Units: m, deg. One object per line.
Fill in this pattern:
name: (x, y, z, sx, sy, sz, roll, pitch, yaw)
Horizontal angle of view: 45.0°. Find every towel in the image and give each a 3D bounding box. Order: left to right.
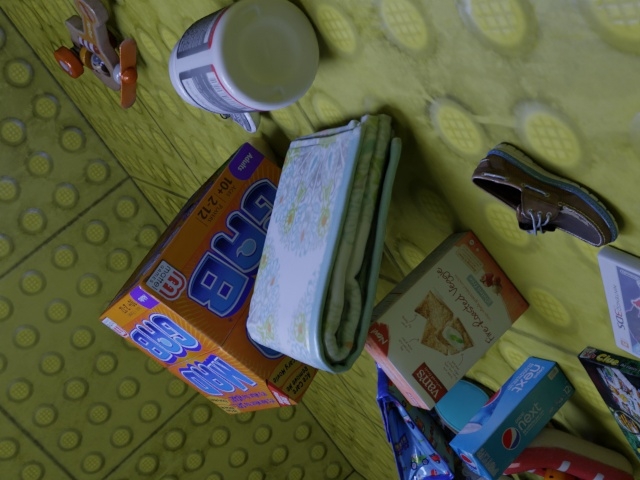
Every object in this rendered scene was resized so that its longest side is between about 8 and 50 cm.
towel: (0.000, 0.000, 1.214, 0.090, 0.375, 0.320, 15, 175, -21)

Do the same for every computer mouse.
computer mouse: (-0.162, -0.266, 1.532, 0.193, 0.042, 0.106, 38, 157, 49)

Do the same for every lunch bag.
lunch bag: (0.207, 0.407, 1.858, 0.221, 0.138, 0.293, -72, -41, -68)

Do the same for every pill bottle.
pill bottle: (-0.131, -0.278, 1.199, 0.161, 0.161, 0.283, 55, 163, -22)

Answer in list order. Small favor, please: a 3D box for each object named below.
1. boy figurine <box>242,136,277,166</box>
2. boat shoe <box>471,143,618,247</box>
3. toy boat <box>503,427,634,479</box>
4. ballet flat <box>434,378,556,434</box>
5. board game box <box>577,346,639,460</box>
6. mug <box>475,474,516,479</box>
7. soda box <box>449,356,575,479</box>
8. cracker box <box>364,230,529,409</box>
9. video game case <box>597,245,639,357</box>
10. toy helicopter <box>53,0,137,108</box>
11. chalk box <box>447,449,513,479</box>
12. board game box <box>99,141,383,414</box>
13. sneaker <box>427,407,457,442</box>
boy figurine: (-0.099, -0.100, 1.659, 0.177, 0.092, 0.285, 39, 165, 38)
boat shoe: (0.257, -0.040, 0.906, 0.183, 0.066, 0.066, 38, 161, 32)
toy boat: (0.398, 0.408, 1.299, 0.231, 0.151, 0.151, 21, 159, -5)
ballet flat: (0.364, 0.373, 1.552, 0.124, 0.116, 0.342, 36, 167, -27)
board game box: (0.479, 0.267, 1.110, 0.260, 0.030, 0.136, 55, 161, -21)
mug: (0.499, 0.733, 1.711, 0.328, 0.276, 0.374, 15, 150, 48)
soda box: (0.313, 0.288, 1.258, 0.067, 0.210, 0.071, 53, 163, -15)
cracker box: (0.182, 0.118, 1.166, 0.156, 0.232, 0.067, 50, 164, -9)
video game case: (0.422, 0.108, 0.896, 0.201, 0.023, 0.183, 30, 156, 47)
toy helicopter: (-0.523, -0.464, 1.847, 0.235, 0.140, 0.355, 45, 161, 4)
chalk box: (0.377, 0.636, 1.952, 0.289, 0.180, 0.179, 54, 163, -14)
board game box: (-0.166, 0.095, 1.557, 0.356, 0.356, 0.356, 39, 152, -12)
sneaker: (0.304, 0.404, 1.828, 0.211, 0.080, 0.081, 56, -175, -25)
